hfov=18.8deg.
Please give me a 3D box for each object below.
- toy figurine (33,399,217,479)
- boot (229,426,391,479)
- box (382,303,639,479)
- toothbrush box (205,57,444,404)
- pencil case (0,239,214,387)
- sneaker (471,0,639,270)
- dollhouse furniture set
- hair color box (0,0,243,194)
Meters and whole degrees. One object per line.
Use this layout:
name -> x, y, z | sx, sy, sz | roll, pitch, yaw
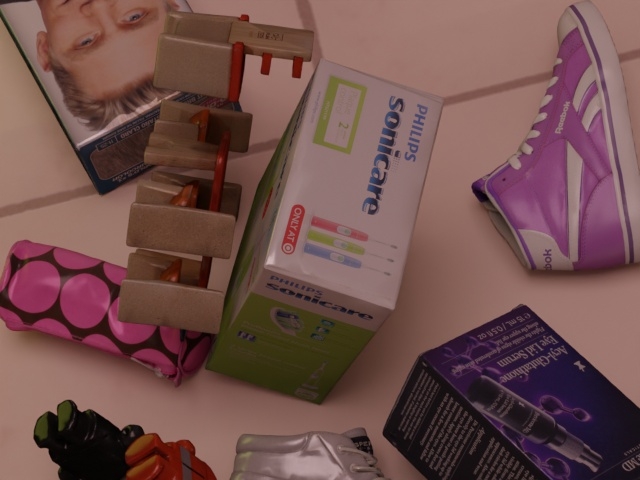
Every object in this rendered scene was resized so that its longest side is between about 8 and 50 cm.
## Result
toy figurine -> -0.181, 0.263, 1.686 | 0.213, 0.148, 0.209 | 11, 67, 47
boot -> 0.039, 0.225, 1.726 | 0.258, 0.095, 0.123 | 2, 70, 10
box -> 0.185, 0.177, 1.692 | 0.207, 0.108, 0.153 | 42, 42, 24
toothbrush box -> 0.000, 0.000, 1.732 | 0.122, 0.283, 0.206 | 18, 66, -8
pencil case -> -0.208, 0.068, 1.849 | 0.209, 0.095, 0.098 | 15, 76, 17
sneaker -> 0.220, -0.103, 1.871 | 0.161, 0.102, 0.282 | -8, 62, 7
dollhouse furniture set -> -0.092, -0.069, 1.763 | 0.135, 0.259, 0.262 | 8, 23, -2
hair color box -> -0.235, -0.236, 2.000 | 0.174, 0.105, 0.347 | -28, 63, -7
